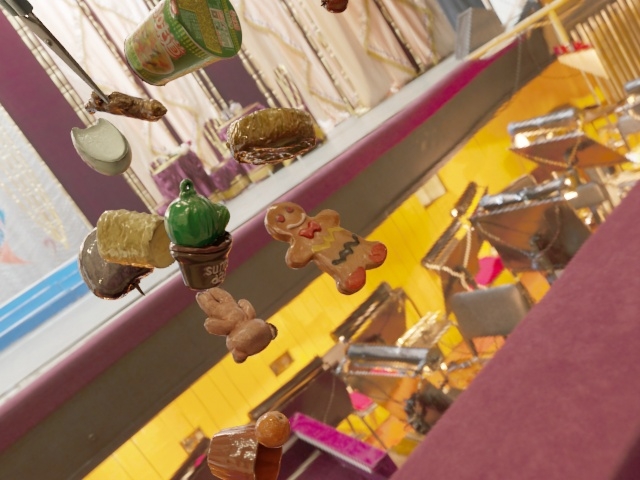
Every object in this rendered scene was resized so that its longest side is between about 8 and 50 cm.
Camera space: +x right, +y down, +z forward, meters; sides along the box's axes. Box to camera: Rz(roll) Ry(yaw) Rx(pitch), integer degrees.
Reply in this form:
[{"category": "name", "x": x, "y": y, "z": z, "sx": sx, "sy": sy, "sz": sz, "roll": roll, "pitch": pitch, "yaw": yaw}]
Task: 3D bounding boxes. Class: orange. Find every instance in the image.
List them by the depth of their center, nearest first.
[{"category": "orange", "x": -0.108, "y": 0.429, "z": 1.379, "sx": 0.084, "sy": 0.083, "sz": 0.083, "roll": -32, "pitch": 11, "yaw": 7}]

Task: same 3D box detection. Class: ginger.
[{"category": "ginger", "x": -0.649, "y": -0.449, "z": 2.012, "sx": 0.166, "sy": 0.333, "sz": 0.080, "roll": 71, "pitch": -147, "yaw": -74}]

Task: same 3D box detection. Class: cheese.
[{"category": "cheese", "x": -0.402, "y": -0.002, "z": 1.330, "sx": 0.167, "sy": 0.123, "sz": 0.094, "roll": 7, "pitch": 22, "yaw": 26}]

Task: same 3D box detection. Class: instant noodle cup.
[{"category": "instant noodle cup", "x": -0.338, "y": -0.477, "z": 1.426, "sx": 0.233, "sy": 0.207, "sz": 0.207, "roll": -17, "pitch": 19, "yaw": 36}]

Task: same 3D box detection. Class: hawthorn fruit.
[{"category": "hawthorn fruit", "x": 0.039, "y": -0.647, "z": 1.634, "sx": 0.077, "sy": 0.077, "sz": 0.077, "roll": -32, "pitch": 11, "yaw": 7}]

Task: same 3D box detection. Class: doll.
[{"category": "doll", "x": -0.303, "y": 0.287, "z": 2.068, "sx": 0.201, "sy": 0.303, "sz": 0.156, "roll": -28, "pitch": -32, "yaw": -40}]

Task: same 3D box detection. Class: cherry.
[{"category": "cherry", "x": -0.703, "y": 0.078, "z": 2.102, "sx": 0.255, "sy": 0.296, "sz": 0.218, "roll": -43, "pitch": -9, "yaw": -8}]

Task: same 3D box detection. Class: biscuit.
[{"category": "biscuit", "x": 0.000, "y": 0.000, "z": 1.192, "sx": 0.165, "sy": 0.250, "sz": 0.036, "roll": -48, "pitch": -14, "yaw": -36}]

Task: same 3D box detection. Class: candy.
[{"category": "candy", "x": -0.138, "y": -0.291, "z": 1.733, "sx": 0.260, "sy": 0.117, "sz": 0.260, "roll": -9, "pitch": -7, "yaw": -1}]

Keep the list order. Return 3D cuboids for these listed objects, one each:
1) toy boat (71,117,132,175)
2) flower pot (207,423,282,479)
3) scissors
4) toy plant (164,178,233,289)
[{"category": "toy boat", "x": -0.609, "y": -0.255, "z": 1.707, "sx": 0.134, "sy": 0.208, "sz": 0.078, "roll": -31, "pitch": -27, "yaw": -33}, {"category": "flower pot", "x": -0.223, "y": 0.624, "z": 1.766, "sx": 0.173, "sy": 0.190, "sz": 0.190, "roll": -3, "pitch": 23, "yaw": 21}, {"category": "scissors", "x": -0.579, "y": -0.438, "z": 1.235, "sx": 0.193, "sy": 0.447, "sz": 0.029, "roll": 14, "pitch": 65, "yaw": 37}, {"category": "toy plant", "x": -0.211, "y": -0.016, "z": 1.084, "sx": 0.105, "sy": 0.200, "sz": 0.143, "roll": 10, "pitch": 21, "yaw": 30}]
